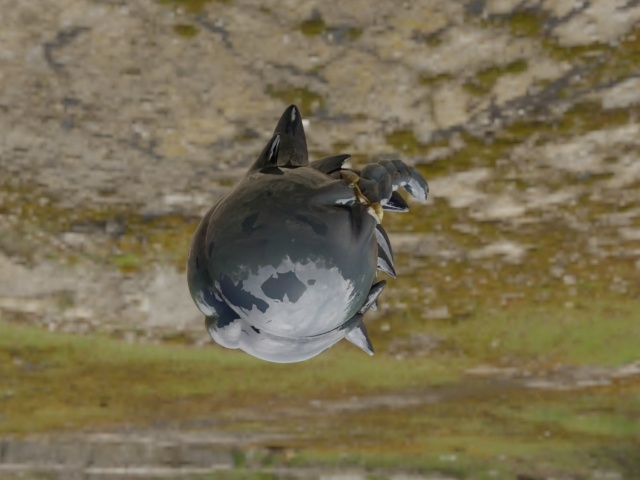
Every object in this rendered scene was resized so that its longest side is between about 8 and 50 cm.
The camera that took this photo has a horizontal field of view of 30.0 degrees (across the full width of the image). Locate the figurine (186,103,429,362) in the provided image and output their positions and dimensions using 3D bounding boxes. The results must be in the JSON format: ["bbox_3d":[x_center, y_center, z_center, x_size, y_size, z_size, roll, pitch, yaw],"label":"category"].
[{"bbox_3d":[-0.011,-0.001,1.072,0.175,0.265,0.197,20,131,7],"label":"figurine"}]
